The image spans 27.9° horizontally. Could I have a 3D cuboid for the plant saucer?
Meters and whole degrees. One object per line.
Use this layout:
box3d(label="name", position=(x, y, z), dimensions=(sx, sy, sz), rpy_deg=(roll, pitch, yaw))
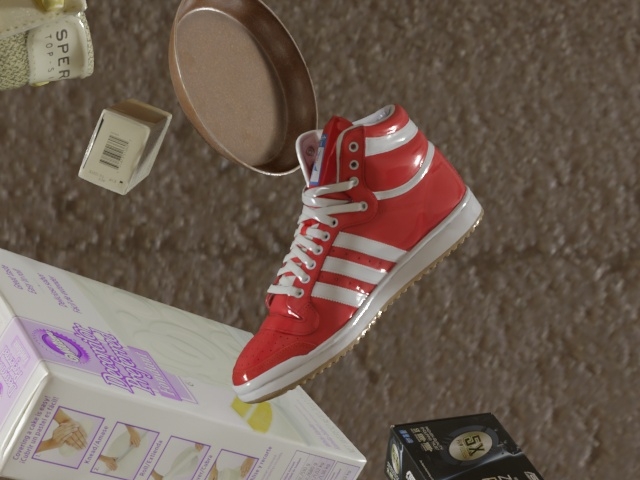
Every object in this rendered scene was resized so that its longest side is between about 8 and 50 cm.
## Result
box3d(label="plant saucer", position=(-0.066, -0.128, 1.047), dimensions=(0.168, 0.029, 0.168), rpy_deg=(29, 50, -42))

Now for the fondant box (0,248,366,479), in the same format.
box3d(label="fondant box", position=(-0.153, 0.132, 1.115), dimensions=(0.330, 0.096, 0.238), rpy_deg=(21, 13, -38))

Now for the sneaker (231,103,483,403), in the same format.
box3d(label="sneaker", position=(0.000, 0.000, 0.465), dimensions=(0.118, 0.042, 0.067), rpy_deg=(-42, 109, -20))

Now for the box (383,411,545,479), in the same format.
box3d(label="box", position=(0.181, 0.300, 1.596), dimensions=(0.147, 0.077, 0.180), rpy_deg=(-4, 28, -19))

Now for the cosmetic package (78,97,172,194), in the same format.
box3d(label="cosmetic package", position=(-0.156, -0.078, 1.044), dimensions=(0.041, 0.060, 0.115), rpy_deg=(23, 9, -3))

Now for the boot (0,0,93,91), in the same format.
box3d(label="boot", position=(-0.147, -0.037, 0.396), dimensions=(0.165, 0.077, 0.213), rpy_deg=(-13, 78, -25))
